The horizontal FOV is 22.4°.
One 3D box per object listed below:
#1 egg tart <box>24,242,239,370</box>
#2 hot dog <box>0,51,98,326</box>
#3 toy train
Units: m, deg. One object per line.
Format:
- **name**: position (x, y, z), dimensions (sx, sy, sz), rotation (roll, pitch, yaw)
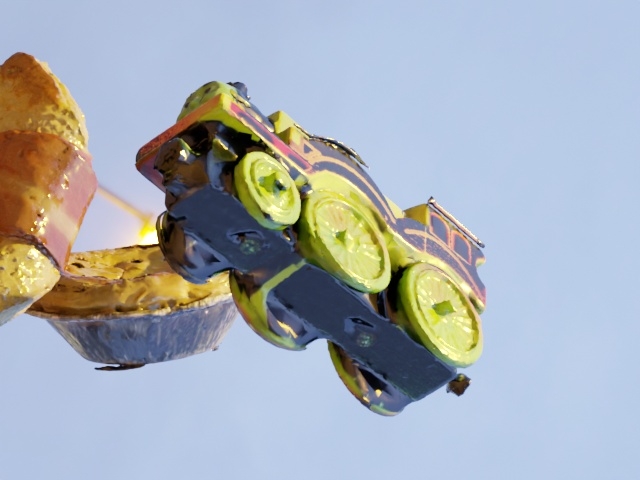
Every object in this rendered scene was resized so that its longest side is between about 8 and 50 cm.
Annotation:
- **egg tart**: position (-0.151, 0.055, 1.412), dimensions (0.234, 0.234, 0.094), rotation (9, -75, 61)
- **hot dog**: position (-0.238, -0.022, 1.243), dimensions (0.123, 0.093, 0.261), rotation (5, -118, 25)
- **toy train**: position (0.000, 0.000, 1.124), dimensions (0.100, 0.296, 0.161), rotation (-32, -145, 30)
